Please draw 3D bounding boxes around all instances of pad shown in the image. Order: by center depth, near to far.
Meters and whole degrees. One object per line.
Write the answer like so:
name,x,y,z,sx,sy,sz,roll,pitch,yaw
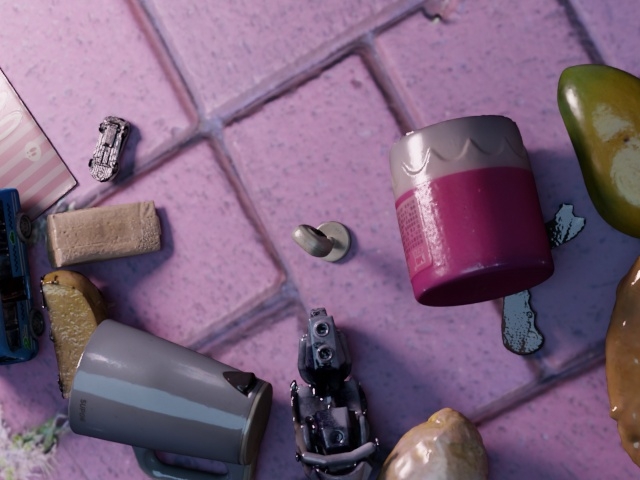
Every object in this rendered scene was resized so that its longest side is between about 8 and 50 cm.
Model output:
pad,-0.499,-0.142,2.068,0.202,0.005,0.300,-37,81,16

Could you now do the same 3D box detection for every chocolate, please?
chocolate,0.113,0.352,1.828,0.134,0.134,0.309,32,104,14

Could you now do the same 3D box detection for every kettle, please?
kettle,-0.195,0.237,1.921,0.243,0.160,0.211,16,115,11

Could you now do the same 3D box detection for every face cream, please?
face cream,0.180,-0.033,1.753,0.175,0.175,0.195,-17,73,17

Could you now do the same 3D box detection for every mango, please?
mango,0.378,-0.112,1.746,0.137,0.091,0.238,-19,87,10

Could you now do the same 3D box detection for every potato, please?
potato,-0.319,0.119,1.979,0.089,0.100,0.172,-9,100,5

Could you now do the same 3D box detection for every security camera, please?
security camera,0.000,0.000,1.868,0.058,0.092,0.058,0,90,18

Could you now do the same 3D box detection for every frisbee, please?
frisbee,0.257,0.025,1.829,0.187,0.012,0.211,-35,81,15

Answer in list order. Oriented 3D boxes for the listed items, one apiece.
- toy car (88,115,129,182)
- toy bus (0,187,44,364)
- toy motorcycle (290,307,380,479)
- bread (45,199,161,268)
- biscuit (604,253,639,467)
toy car,-0.291,-0.125,1.992,0.041,0.025,0.093,18,94,18
toy bus,-0.470,0.054,1.995,0.113,0.134,0.246,-6,91,17
toy motorcycle,0.013,0.223,1.840,0.106,0.159,0.271,-7,91,-3
bread,-0.302,-0.008,2.001,0.152,0.105,0.077,-7,89,-14
biscuit,0.550,0.140,1.671,0.446,0.104,0.429,-15,97,16
